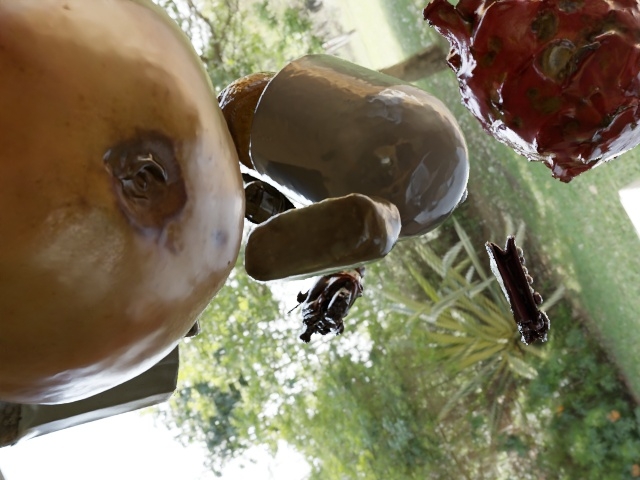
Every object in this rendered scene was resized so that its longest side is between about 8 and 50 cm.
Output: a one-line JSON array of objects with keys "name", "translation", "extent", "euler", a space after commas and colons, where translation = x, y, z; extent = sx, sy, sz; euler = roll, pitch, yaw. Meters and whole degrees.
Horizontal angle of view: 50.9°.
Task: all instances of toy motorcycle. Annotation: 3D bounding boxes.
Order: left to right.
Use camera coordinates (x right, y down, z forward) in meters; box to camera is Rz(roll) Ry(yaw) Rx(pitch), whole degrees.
[{"name": "toy motorcycle", "translation": [0.012, 0.160, 1.701], "extent": [0.134, 0.207, 0.401], "euler": [33, 150, -3]}]

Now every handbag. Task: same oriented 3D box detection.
[{"name": "handbag", "translation": [0.431, 0.110, 1.454], "extent": [0.203, 0.074, 0.216], "euler": [47, -156, -58]}]

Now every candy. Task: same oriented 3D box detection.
[{"name": "candy", "translation": [0.000, 0.000, 0.985], "extent": [0.104, 0.234, 0.102], "euler": [2, -102, -59]}]

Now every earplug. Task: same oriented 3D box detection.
[{"name": "earplug", "translation": [0.086, -0.165, 1.285], "extent": [0.394, 0.312, 0.313], "euler": [36, 163, 48]}]

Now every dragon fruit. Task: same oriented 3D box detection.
[{"name": "dragon fruit", "translation": [0.235, -0.191, 0.709], "extent": [0.268, 0.210, 0.205], "euler": [33, 167, 12]}]

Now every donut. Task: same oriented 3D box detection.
[{"name": "donut", "translation": [-0.119, -0.256, 1.469], "extent": [0.227, 0.226, 0.114], "euler": [59, 173, -30]}]

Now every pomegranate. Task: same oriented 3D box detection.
[{"name": "pomegranate", "translation": [-0.266, -0.050, 0.620], "extent": [0.411, 0.411, 0.411], "euler": [62, -174, -12]}]

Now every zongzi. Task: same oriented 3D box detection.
[{"name": "zongzi", "translation": [-0.098, -0.063, 1.328], "extent": [0.184, 0.084, 0.187], "euler": [33, -177, -26]}]

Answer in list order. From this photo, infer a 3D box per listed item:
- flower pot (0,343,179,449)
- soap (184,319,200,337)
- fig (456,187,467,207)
[{"name": "flower pot", "translation": [-0.338, 0.136, 0.894], "extent": [0.290, 0.259, 0.290], "euler": [16, 109, 59]}, {"name": "soap", "translation": [-0.401, 0.088, 1.452], "extent": [0.143, 0.259, 0.281], "euler": [46, -146, -84]}, {"name": "fig", "translation": [0.316, -0.150, 1.840], "extent": [0.177, 0.117, 0.117], "euler": [39, 168, 42]}]
